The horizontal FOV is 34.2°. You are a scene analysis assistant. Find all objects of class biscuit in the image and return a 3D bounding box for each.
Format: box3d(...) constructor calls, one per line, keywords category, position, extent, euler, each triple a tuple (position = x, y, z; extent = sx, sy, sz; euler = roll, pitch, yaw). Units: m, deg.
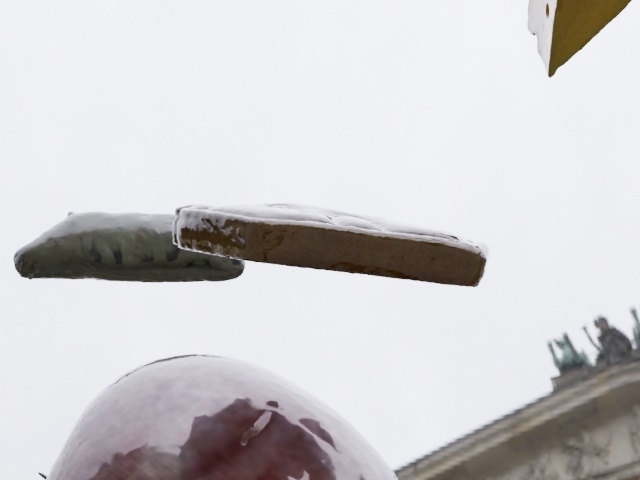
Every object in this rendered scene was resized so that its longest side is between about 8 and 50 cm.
box3d(category="biscuit", position=(0.000, -0.003, 0.627), extent=(0.182, 0.215, 0.034), euler=(8, -90, -14))

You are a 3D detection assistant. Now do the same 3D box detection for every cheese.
box3d(category="cheese", position=(0.229, -0.234, 0.904), extent=(0.126, 0.093, 0.171), euler=(6, -46, -18))

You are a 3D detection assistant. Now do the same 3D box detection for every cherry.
box3d(category="cherry", position=(-0.069, 0.209, 0.725), extent=(0.308, 0.261, 0.221), euler=(15, -42, 11))

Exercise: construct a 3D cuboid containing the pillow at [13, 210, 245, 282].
box3d(category="pillow", position=(-0.202, 0.002, 1.109), extent=(0.241, 0.093, 0.051), euler=(0, -40, -6))
